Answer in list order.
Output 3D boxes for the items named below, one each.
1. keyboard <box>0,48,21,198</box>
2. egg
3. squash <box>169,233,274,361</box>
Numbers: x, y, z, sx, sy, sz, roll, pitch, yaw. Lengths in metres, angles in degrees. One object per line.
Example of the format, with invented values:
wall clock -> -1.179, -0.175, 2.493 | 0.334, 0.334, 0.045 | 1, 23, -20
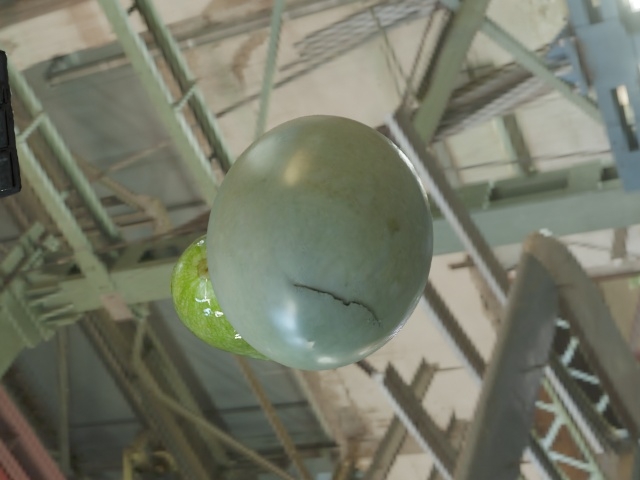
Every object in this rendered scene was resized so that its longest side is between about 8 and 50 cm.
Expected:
keyboard -> -0.308, -0.034, 0.569 | 0.310, 0.018, 0.100 | -16, -58, -30
egg -> 0.000, 0.000, 0.915 | 0.253, 0.187, 0.186 | -81, -32, -47
squash -> -0.061, 0.074, 1.187 | 0.370, 0.118, 0.118 | 45, -139, -71
